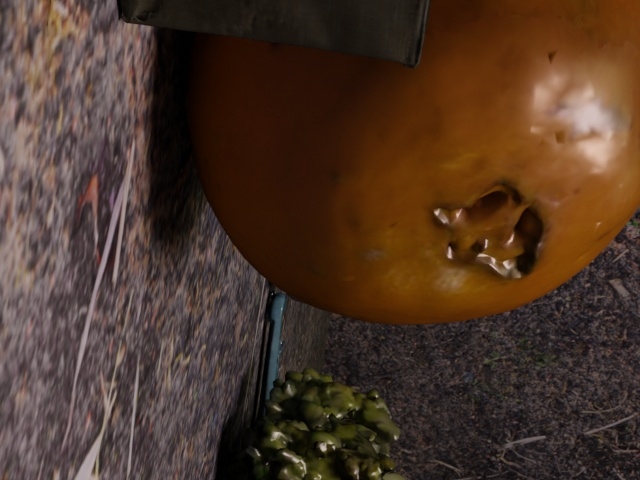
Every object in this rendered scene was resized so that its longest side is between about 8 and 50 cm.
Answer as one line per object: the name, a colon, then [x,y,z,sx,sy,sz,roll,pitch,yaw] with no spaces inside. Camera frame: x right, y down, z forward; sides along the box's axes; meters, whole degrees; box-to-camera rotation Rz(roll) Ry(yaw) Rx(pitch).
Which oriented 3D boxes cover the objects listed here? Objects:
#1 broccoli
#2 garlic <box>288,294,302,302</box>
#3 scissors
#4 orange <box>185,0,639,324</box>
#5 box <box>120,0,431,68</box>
broccoli: [-0.007,0.309,1.393,0.324,0.272,0.334,56,-5,25]
garlic: [0.000,0.000,1.566,0.147,0.102,0.159,87,13,-57]
scissors: [-0.069,0.243,1.638,0.180,0.032,0.393,-73,171,-69]
orange: [0.066,-0.095,0.824,0.312,0.312,0.312,9,90,-86]
box: [-0.002,-0.226,0.621,0.155,0.149,0.231,92,7,-60]
